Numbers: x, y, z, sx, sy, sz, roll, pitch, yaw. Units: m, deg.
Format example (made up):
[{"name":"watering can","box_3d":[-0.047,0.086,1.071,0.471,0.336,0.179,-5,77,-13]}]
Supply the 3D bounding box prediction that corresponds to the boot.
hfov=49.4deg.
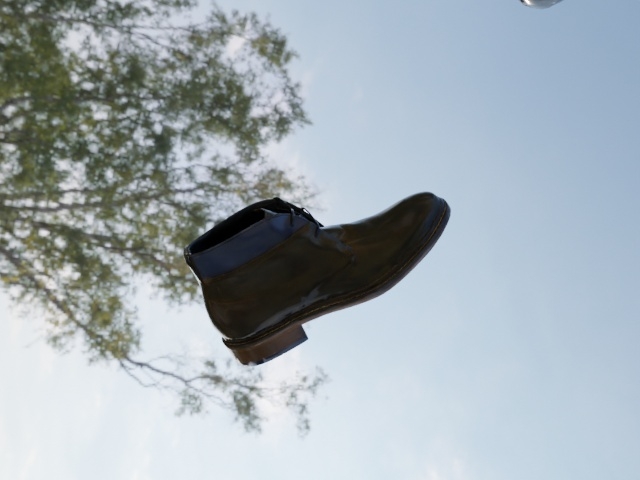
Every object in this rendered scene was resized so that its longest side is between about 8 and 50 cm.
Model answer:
[{"name":"boot","box_3d":[0.000,0.000,0.552,0.219,0.106,0.082,-35,-154,-9]}]

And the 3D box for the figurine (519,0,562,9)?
[{"name":"figurine","box_3d":[0.114,-0.113,0.064,0.215,0.209,0.092,7,-123,24]}]
